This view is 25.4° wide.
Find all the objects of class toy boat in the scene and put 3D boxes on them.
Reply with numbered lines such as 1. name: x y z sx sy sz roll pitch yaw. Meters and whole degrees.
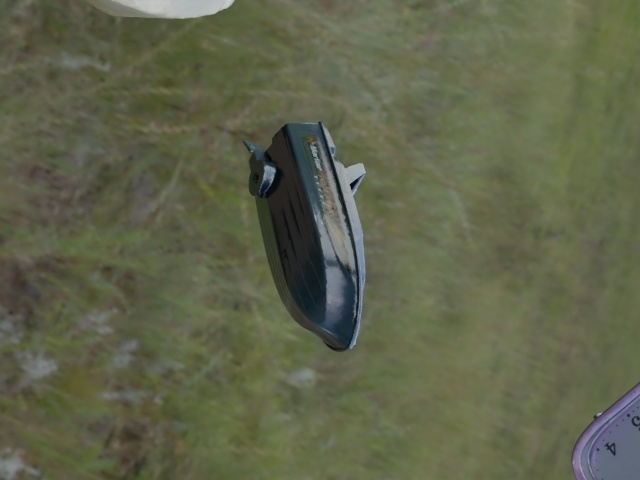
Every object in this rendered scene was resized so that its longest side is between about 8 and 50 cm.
1. toy boat: 0.000 0.000 1.229 0.093 0.103 0.246 -59 -149 36

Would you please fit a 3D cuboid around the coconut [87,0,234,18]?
1. coconut: -0.178 -0.327 1.379 0.259 0.259 0.259 -55 157 -36

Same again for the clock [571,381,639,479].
1. clock: 0.237 0.130 0.889 0.153 0.110 0.050 -46 158 25
